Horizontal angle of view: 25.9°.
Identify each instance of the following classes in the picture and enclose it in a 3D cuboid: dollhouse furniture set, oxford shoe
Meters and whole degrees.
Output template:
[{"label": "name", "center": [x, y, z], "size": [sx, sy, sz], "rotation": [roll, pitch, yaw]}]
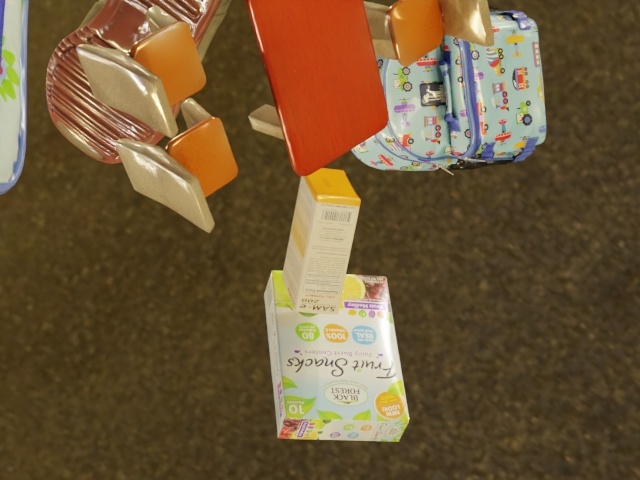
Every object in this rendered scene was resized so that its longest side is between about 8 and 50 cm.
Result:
[{"label": "dollhouse furniture set", "center": [-0.013, -0.162, 0.877], "size": [0.262, 0.259, 0.135], "rotation": [-34, 39, -22]}, {"label": "oxford shoe", "center": [-0.140, -0.189, 1.228], "size": [0.348, 0.123, 0.130], "rotation": [-44, 10, 51]}]

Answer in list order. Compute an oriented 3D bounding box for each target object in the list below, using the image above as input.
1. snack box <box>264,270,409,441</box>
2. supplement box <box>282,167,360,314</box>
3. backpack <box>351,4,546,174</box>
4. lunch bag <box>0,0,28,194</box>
[{"label": "snack box", "center": [0.011, 0.091, 1.118], "size": [0.037, 0.100, 0.141], "rotation": [108, 160, -50]}, {"label": "supplement box", "center": [0.000, 0.000, 1.077], "size": [0.062, 0.036, 0.098], "rotation": [-115, 33, -63]}, {"label": "backpack", "center": [0.108, -0.139, 1.298], "size": [0.117, 0.173, 0.158], "rotation": [9, 103, 62]}, {"label": "lunch bag", "center": [-0.213, -0.127, 0.660], "size": [0.090, 0.176, 0.219], "rotation": [-16, 58, 22]}]
